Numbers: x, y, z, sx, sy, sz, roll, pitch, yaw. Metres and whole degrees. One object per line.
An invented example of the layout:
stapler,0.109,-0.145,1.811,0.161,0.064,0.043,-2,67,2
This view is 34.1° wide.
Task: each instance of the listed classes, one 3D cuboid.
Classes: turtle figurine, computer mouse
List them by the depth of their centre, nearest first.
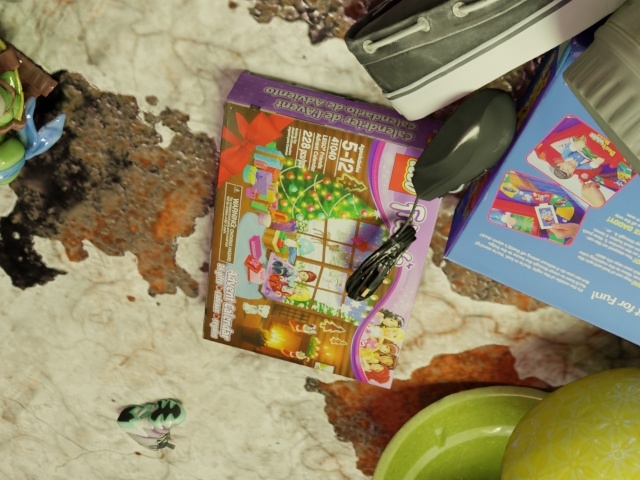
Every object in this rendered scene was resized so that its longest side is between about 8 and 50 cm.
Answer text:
computer mouse,0.089,-0.025,0.851,0.041,0.071,0.242,46,132,18
turtle figurine,-0.353,-0.151,0.859,0.275,0.198,0.266,-16,110,-21

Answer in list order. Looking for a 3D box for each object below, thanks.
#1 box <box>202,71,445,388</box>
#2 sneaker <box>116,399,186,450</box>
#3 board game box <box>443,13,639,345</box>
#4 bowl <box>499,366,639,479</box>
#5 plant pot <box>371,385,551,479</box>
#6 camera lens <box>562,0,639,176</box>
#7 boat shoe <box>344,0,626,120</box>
box,0.000,0.000,0.981,0.201,0.057,0.293,14,130,5
sneaker,-0.186,0.224,1.236,0.098,0.038,0.069,-8,127,34
board game box,0.309,-0.015,0.859,0.347,0.078,0.233,25,130,-3
bowl,0.318,0.214,0.894,0.289,0.289,0.156,25,136,-3
plant pot,0.194,0.334,1.080,0.276,0.276,0.254,6,141,13
camera lens,0.317,-0.115,0.631,0.274,0.219,0.219,-40,110,14
boat shoe,0.141,-0.198,0.756,0.102,0.108,0.301,44,134,-19
